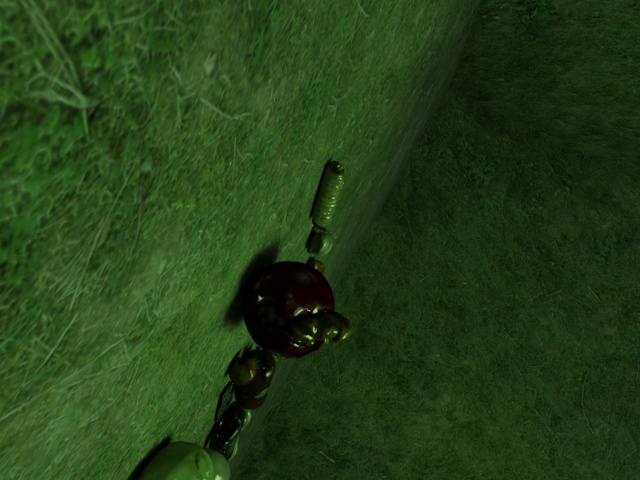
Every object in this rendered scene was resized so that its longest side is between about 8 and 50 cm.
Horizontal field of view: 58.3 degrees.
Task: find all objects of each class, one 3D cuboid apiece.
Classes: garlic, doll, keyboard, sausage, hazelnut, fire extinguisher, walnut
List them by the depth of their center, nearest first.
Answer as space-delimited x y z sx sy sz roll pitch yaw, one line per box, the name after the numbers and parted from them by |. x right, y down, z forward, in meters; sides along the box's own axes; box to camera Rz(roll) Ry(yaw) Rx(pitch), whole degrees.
-0.054 0.169 1.276 0.221 0.244 0.269 -62 168 6 | walnut
-0.350 0.669 1.540 0.150 0.151 0.287 -63 168 11 | doll
-0.207 0.351 1.553 0.086 0.086 0.086 -60 172 -14 | hazelnut
0.002 0.005 1.694 0.113 0.074 0.094 -93 -161 -75 | garlic
-0.189 0.413 1.705 0.344 0.102 0.138 110 -26 -52 | fire extinguisher
-0.289 0.483 1.715 0.061 0.013 0.204 -54 170 -40 | keyboard
-0.019 0.097 1.960 0.183 0.054 0.062 29 57 -80 | sausage

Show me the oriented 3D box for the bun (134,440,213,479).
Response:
-0.325 0.558 1.223 0.259 0.160 0.259 -57 169 -18 | bun

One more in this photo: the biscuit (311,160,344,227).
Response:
0.020 -0.110 1.454 0.055 0.061 0.219 -9 144 -19 | biscuit

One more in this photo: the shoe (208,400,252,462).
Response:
-0.305 0.618 1.825 0.227 0.099 0.112 -63 165 -1 | shoe

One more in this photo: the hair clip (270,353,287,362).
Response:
-0.093 0.332 2.167 0.321 0.091 0.138 -63 175 23 | hair clip
